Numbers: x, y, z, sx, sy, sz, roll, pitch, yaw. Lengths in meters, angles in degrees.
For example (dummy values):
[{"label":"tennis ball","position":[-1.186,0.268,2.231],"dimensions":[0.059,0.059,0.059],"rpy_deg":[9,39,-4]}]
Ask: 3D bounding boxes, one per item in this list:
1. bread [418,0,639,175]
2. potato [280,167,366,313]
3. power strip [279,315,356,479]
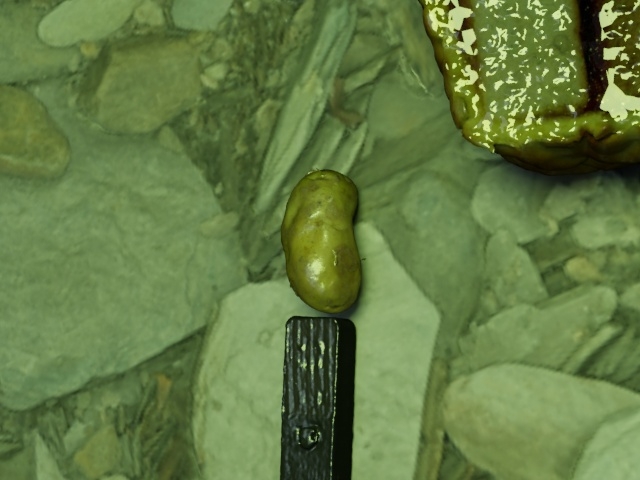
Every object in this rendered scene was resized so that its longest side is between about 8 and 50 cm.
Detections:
[{"label":"bread","position":[0.142,-0.144,0.696],"dimensions":[0.181,0.096,0.222],"rpy_deg":[-14,77,24]},{"label":"potato","position":[0.000,0.000,0.772],"dimensions":[0.046,0.045,0.092],"rpy_deg":[-20,64,41]},{"label":"power strip","position":[-0.002,0.099,0.765],"dimensions":[0.038,0.029,0.111],"rpy_deg":[-3,80,26]}]
